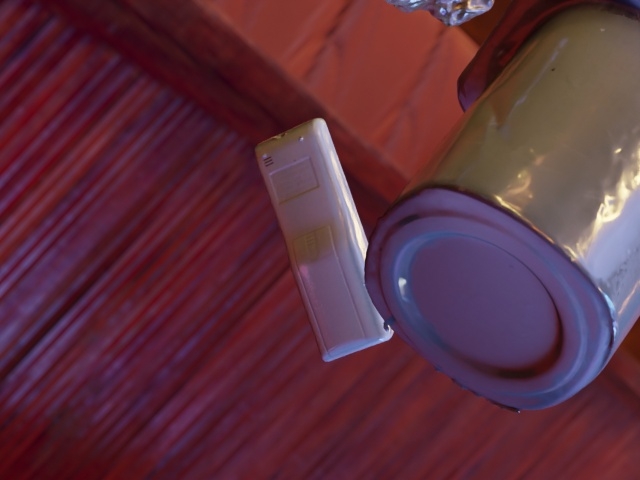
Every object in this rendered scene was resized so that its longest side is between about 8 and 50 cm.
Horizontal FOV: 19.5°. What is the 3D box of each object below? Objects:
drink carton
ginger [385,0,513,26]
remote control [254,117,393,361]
[{"bbox_3d":[0.138,-0.025,1.020,0.191,0.185,0.189,39,50,2],"label":"drink carton"},{"bbox_3d":[0.152,-0.286,1.754,0.080,0.333,0.166,167,-85,-77],"label":"ginger"},{"bbox_3d":[0.000,0.000,1.287,0.029,0.061,0.162,-12,80,-58],"label":"remote control"}]
